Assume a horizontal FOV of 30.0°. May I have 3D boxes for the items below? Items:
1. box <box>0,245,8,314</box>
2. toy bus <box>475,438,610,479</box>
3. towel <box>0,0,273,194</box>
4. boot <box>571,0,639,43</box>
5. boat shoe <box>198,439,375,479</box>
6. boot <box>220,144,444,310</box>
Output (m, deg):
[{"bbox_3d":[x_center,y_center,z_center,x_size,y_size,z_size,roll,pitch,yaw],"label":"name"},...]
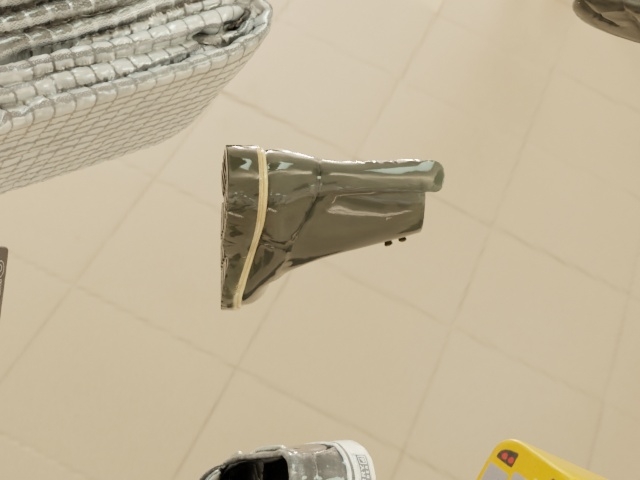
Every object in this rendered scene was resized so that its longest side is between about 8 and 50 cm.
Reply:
[{"bbox_3d":[-0.388,0.116,1.044,0.163,0.142,0.247,6,87,14],"label":"box"},{"bbox_3d":[0.267,0.293,1.068,0.332,0.130,0.108,27,1,-35],"label":"toy bus"},{"bbox_3d":[-0.206,-0.136,0.976,0.283,0.235,0.121,-23,86,-32],"label":"towel"},{"bbox_3d":[0.256,-0.176,0.615,0.236,0.085,0.179,10,88,-10],"label":"boot"},{"bbox_3d":[-0.078,0.247,1.084,0.102,0.301,0.108,10,65,-34],"label":"boat shoe"},{"bbox_3d":[0.000,0.000,0.811,0.136,0.198,0.077,0,72,-7],"label":"boot"}]
